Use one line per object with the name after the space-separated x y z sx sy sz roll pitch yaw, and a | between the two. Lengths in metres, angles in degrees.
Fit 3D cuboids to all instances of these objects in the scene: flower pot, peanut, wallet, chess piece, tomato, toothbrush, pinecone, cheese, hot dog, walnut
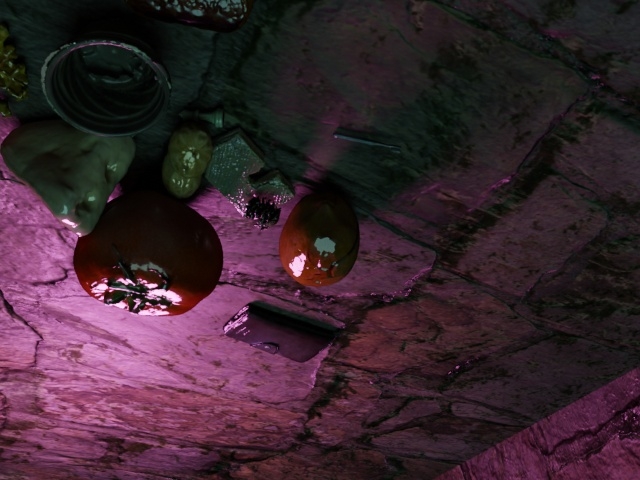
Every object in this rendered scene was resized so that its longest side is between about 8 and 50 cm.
-0.392 -0.318 1.391 0.235 0.141 0.235 -5 143 -3 | flower pot
-0.289 -0.172 1.605 0.098 0.103 0.229 30 151 -5 | peanut
-0.132 0.291 2.276 0.318 0.045 0.172 24 132 -30 | wallet
-0.250 -0.262 1.562 0.093 0.042 0.042 5 141 -4 | chess piece
-0.395 0.018 1.702 0.341 0.273 0.341 4 151 2 | tomato
0.106 -0.219 1.672 0.167 0.014 0.011 10 148 -18 | toothbrush
-0.133 -0.066 1.726 0.077 0.077 0.083 -35 102 33 | pinecone
-0.535 -0.169 1.573 0.248 0.251 0.174 27 161 17 | cheese
-0.230 -0.435 1.291 0.227 0.099 0.160 7 140 -13 | hot dog
0.000 0.000 1.796 0.203 0.203 0.298 -1 150 -4 | walnut

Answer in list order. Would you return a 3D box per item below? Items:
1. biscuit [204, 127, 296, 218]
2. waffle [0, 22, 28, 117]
-0.174 -0.149 1.706 0.147 0.046 0.250 -20 140 19 | biscuit
-0.680 -0.326 1.423 0.231 0.051 0.229 0 142 -5 | waffle
